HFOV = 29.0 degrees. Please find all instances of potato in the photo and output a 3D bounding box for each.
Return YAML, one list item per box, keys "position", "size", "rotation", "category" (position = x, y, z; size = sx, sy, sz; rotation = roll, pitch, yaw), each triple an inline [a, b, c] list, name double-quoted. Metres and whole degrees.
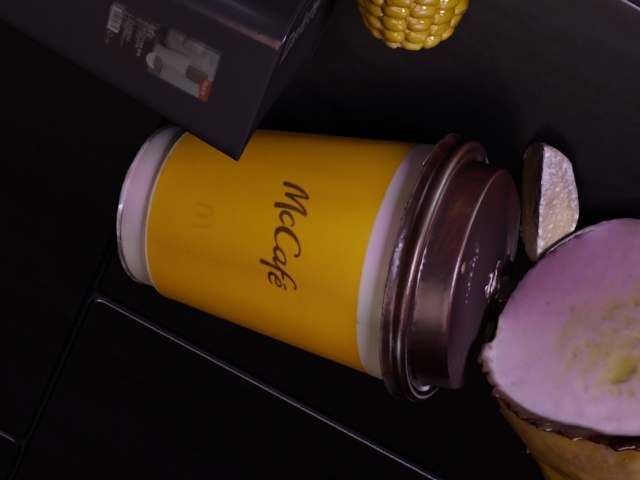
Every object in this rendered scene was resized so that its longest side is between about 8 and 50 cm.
- position: [0.268, 0.145, 0.917]
  size: [0.229, 0.229, 0.266]
  rotation: [-6, 133, 23]
  category: "potato"
- position: [0.172, -0.032, 0.928]
  size: [0.036, 0.037, 0.093]
  rotation: [-4, 108, -13]
  category: "potato"

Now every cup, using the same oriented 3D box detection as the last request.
- position: [0.000, 0.000, 0.922]
  size: [0.280, 0.196, 0.196]
  rotation: [14, 129, 20]
  category: "cup"

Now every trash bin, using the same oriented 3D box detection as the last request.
- position: [-0.111, -0.182, 0.835]
  size: [0.225, 0.165, 0.115]
  rotation: [28, 130, 1]
  category: "trash bin"

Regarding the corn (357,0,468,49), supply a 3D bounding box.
- position: [0.064, -0.260, 0.753]
  size: [0.106, 0.106, 0.305]
  rotation: [14, 131, 10]
  category: "corn"
